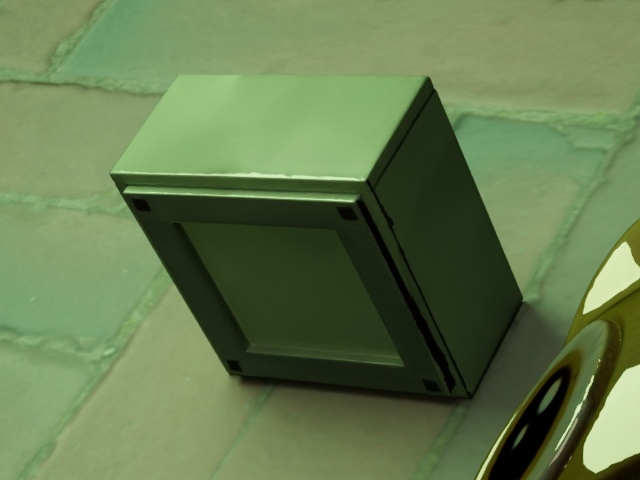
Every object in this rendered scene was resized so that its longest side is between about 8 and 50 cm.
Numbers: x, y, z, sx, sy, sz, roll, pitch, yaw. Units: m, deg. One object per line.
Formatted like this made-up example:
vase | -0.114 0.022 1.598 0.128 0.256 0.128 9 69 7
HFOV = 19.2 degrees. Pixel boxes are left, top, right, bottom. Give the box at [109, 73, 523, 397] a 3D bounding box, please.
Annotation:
box | 0.000 0.000 1.407 0.225 0.225 0.117 3 46 34

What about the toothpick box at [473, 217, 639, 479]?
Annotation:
toothpick box | 0.257 0.200 0.873 0.409 0.409 0.425 -32 32 -7
